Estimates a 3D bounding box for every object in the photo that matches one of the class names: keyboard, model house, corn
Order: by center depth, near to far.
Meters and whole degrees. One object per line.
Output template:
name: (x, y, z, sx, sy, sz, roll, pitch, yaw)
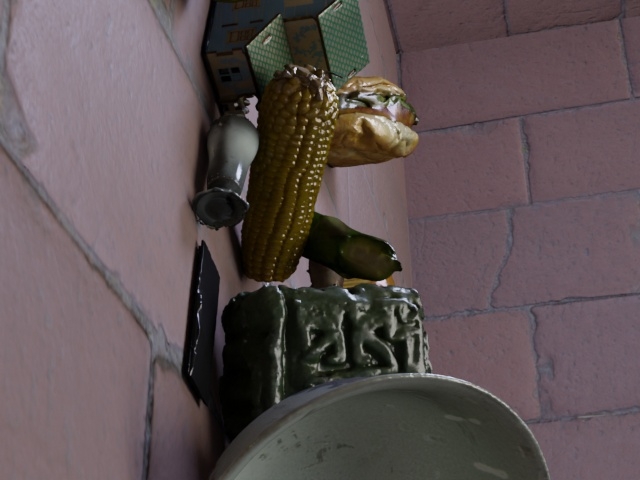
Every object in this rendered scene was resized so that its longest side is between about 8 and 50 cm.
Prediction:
keyboard: (-0.137, 0.094, 1.374, 0.074, 0.015, 0.196, 77, 11, -49)
corn: (-0.045, -0.085, 1.578, 0.106, 0.106, 0.305, -72, 173, -68)
model house: (-0.038, -0.284, 1.657, 0.271, 0.206, 0.178, -87, 165, -49)

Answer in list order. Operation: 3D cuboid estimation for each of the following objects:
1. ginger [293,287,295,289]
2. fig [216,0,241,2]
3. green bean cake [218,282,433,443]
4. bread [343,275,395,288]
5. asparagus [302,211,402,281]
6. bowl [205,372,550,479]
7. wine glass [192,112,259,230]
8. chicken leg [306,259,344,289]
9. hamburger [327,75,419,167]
ginger: (-0.009, 0.178, 1.814, 0.115, 0.081, 0.205, 104, -35, -66)
fig: (-0.104, -0.402, 1.496, 0.181, 0.191, 0.181, 51, -20, 26)
green bean cake: (0.007, 0.173, 1.446, 0.132, 0.255, 0.241, -10, -101, 62)
bread: (0.088, 0.158, 2.285, 0.250, 0.133, 0.179, -89, 163, -45)
asparagus: (0.001, -0.002, 1.660, 0.343, 0.085, 0.082, 27, -88, 60)
bowl: (0.019, 0.306, 1.278, 0.196, 0.435, 0.434, 36, -38, 60)
wine glass: (-0.115, -0.087, 1.465, 0.155, 0.072, 0.072, -85, 164, -48)
chicken leg: (-0.004, 0.146, 1.641, 0.295, 0.182, 0.409, 42, 40, -40)
hamburger: (0.095, -0.243, 2.403, 0.330, 0.209, 0.162, 48, 36, -76)
